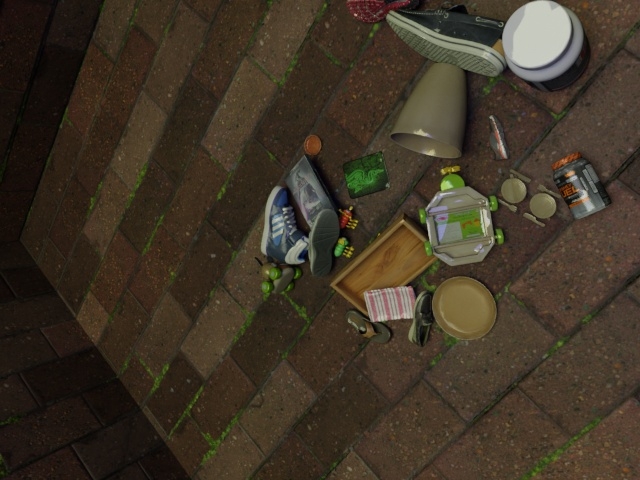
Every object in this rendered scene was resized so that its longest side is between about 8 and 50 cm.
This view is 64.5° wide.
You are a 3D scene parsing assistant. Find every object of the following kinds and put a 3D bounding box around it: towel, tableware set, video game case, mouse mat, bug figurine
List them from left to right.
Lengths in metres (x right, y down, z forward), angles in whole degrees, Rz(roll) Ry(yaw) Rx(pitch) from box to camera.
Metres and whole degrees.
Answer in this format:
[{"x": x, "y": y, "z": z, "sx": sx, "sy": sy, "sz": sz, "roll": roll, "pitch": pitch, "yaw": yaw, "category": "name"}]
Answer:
[{"x": -0.044, "y": -0.196, "z": 2.134, "sx": 0.196, "sy": 0.026, "sz": 0.274, "roll": -40, "pitch": 75, "yaw": 51, "category": "video game case"}, {"x": 0.155, "y": 0.001, "z": 2.046, "sx": 0.279, "sy": 0.072, "sz": 0.216, "roll": 32, "pitch": 112, "yaw": 24, "category": "bug figurine"}, {"x": 0.182, "y": -0.259, "z": 2.032, "sx": 0.189, "sy": 0.007, "sz": 0.153, "roll": -14, "pitch": 89, "yaw": 33, "category": "mouse mat"}, {"x": 0.275, "y": 0.250, "z": 1.973, "sx": 0.197, "sy": 0.029, "sz": 0.144, "roll": -9, "pitch": 116, "yaw": 16, "category": "towel"}, {"x": 0.702, "y": -0.145, "z": 1.703, "sx": 0.194, "sy": 0.039, "sz": 0.128, "roll": 37, "pitch": 130, "yaw": 29, "category": "tableware set"}]

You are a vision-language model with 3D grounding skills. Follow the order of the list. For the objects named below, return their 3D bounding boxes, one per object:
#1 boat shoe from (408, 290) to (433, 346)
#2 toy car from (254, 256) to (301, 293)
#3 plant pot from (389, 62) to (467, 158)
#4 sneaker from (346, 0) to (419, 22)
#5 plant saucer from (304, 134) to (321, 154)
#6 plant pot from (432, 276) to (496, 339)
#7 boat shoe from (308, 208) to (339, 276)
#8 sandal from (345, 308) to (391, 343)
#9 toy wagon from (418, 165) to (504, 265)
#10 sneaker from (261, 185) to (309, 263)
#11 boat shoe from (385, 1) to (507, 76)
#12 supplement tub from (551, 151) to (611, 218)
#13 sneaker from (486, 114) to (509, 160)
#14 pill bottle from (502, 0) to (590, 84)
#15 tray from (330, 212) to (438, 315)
[{"x": 0.394, "y": 0.300, "z": 1.926, "sx": 0.073, "sy": 0.080, "sz": 0.224, "roll": 31, "pitch": 120, "yaw": 47, "category": "boat shoe"}, {"x": -0.209, "y": 0.129, "z": 2.256, "sx": 0.188, "sy": 0.155, "sz": 0.149, "roll": 48, "pitch": 119, "yaw": 31, "category": "toy car"}, {"x": 0.400, "y": -0.456, "z": 1.751, "sx": 0.256, "sy": 0.256, "sz": 0.274, "roll": 17, "pitch": 89, "yaw": 29, "category": "plant pot"}, {"x": 0.234, "y": -0.889, "z": 1.861, "sx": 0.299, "sy": 0.121, "sz": 0.112, "roll": 3, "pitch": 69, "yaw": 33, "category": "sneaker"}, {"x": -0.030, "y": -0.402, "z": 2.140, "sx": 0.083, "sy": 0.013, "sz": 0.084, "roll": 5, "pitch": 100, "yaw": 32, "category": "plant saucer"}, {"x": 0.531, "y": 0.248, "z": 1.869, "sx": 0.236, "sy": 0.032, "sz": 0.236, "roll": 5, "pitch": 99, "yaw": 32, "category": "plant pot"}, {"x": 0.002, "y": 0.001, "z": 2.083, "sx": 0.103, "sy": 0.118, "sz": 0.321, "roll": -121, "pitch": 28, "yaw": -50, "category": "boat shoe"}, {"x": 0.188, "y": 0.355, "z": 2.081, "sx": 0.219, "sy": 0.060, "sz": 0.090, "roll": 32, "pitch": 112, "yaw": 25, "category": "sandal"}, {"x": 0.486, "y": -0.090, "z": 1.785, "sx": 0.267, "sy": 0.068, "sz": 0.345, "roll": -10, "pitch": 91, "yaw": 9, "category": "toy wagon"}, {"x": -0.118, "y": -0.057, "z": 2.189, "sx": 0.236, "sy": 0.130, "sz": 0.323, "roll": 15, "pitch": 100, "yaw": 20, "category": "sneaker"}, {"x": 0.431, "y": -0.700, "z": 1.704, "sx": 0.500, "sy": 0.186, "sz": 0.156, "roll": 36, "pitch": 96, "yaw": 37, "category": "boat shoe"}, {"x": 0.809, "y": -0.172, "z": 1.586, "sx": 0.117, "sy": 0.117, "sz": 0.190, "roll": -30, "pitch": 80, "yaw": 31, "category": "supplement tub"}, {"x": 0.591, "y": -0.347, "z": 1.734, "sx": 0.064, "sy": 0.061, "sz": 0.158, "roll": -17, "pitch": 87, "yaw": 39, "category": "sneaker"}, {"x": 0.659, "y": -0.561, "z": 1.479, "sx": 0.210, "sy": 0.363, "sz": 0.210, "roll": 5, "pitch": 100, "yaw": 31, "category": "pill bottle"}, {"x": 0.249, "y": 0.099, "z": 1.956, "sx": 0.203, "sy": 0.076, "sz": 0.411, "roll": 40, "pitch": 118, "yaw": -9, "category": "tray"}]
